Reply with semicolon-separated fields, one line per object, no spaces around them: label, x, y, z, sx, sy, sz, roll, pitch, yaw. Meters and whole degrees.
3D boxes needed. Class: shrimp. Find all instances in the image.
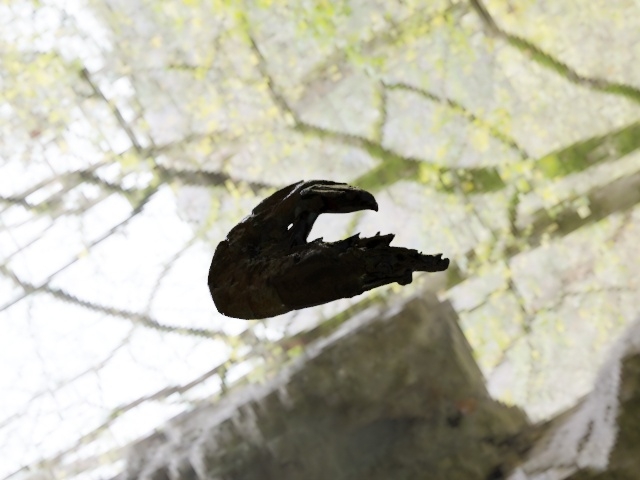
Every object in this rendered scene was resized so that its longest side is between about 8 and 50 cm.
shrimp;0.000;0.000;0.771;0.034;0.161;0.091;38;-123;-43
